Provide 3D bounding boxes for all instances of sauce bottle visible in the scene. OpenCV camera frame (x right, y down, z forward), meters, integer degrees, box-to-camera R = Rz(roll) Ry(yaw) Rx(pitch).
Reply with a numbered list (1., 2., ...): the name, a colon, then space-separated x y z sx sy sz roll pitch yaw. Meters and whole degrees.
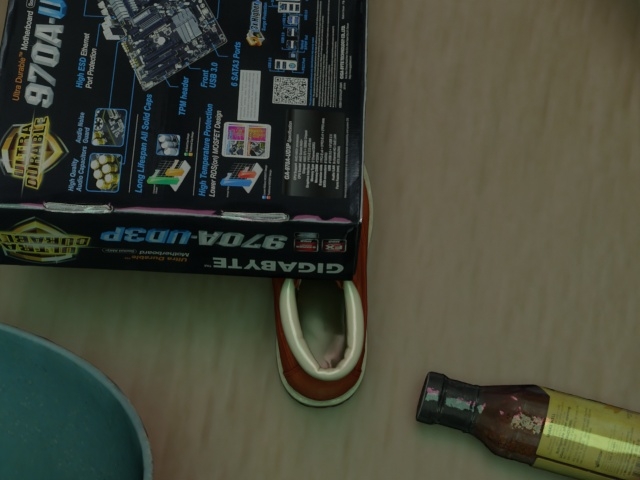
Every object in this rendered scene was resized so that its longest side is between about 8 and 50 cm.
1. sauce bottle: 0.112 0.093 0.841 0.128 0.042 0.042 17 80 0

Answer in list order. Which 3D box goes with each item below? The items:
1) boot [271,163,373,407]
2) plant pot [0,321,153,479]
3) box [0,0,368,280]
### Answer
1. boot: 0.000 0.000 0.834 0.059 0.084 0.158 -6 79 -1
2. plant pot: -0.216 0.179 0.725 0.290 0.290 0.195 2 116 -1
3. box: -0.065 -0.088 0.821 0.175 0.051 0.220 2 56 -1
